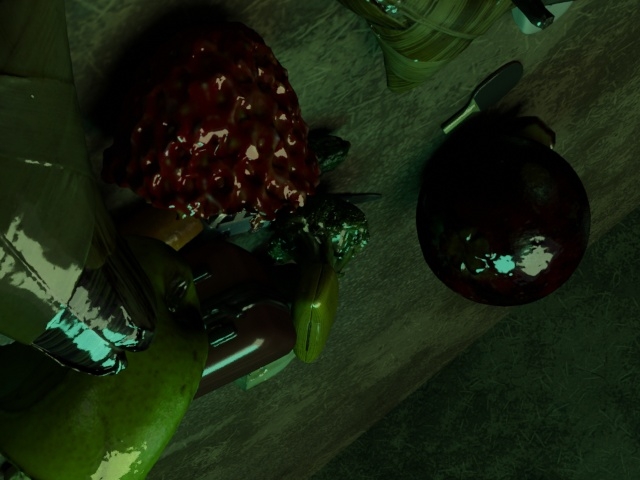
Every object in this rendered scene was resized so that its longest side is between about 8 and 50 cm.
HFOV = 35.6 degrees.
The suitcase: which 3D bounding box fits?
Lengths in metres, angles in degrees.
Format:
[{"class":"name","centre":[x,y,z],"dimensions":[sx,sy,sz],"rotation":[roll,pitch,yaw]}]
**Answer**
[{"class":"suitcase","centre":[-0.193,0.128,1.310],"dimensions":[0.297,0.161,0.236],"rotation":[-27,169,4]}]

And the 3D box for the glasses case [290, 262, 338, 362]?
[{"class":"glasses case","centre":[-0.011,0.104,1.427],"dimensions":[0.234,0.064,0.079],"rotation":[98,6,-63]}]

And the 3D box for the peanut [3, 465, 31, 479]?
[{"class":"peanut","centre":[-0.468,0.375,1.622],"dimensions":[0.082,0.082,0.187],"rotation":[-17,152,-41]}]

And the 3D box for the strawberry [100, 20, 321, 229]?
[{"class":"strawberry","centre":[-0.110,-0.131,0.997],"dimensions":[0.234,0.234,0.178],"rotation":[-17,122,-40]}]

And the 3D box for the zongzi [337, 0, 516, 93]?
[{"class":"zongzi","centre":[0.070,-0.243,1.060],"dimensions":[0.286,0.134,0.288],"rotation":[-10,156,-38]}]

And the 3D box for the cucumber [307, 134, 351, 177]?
[{"class":"cucumber","centre":[-0.067,-0.091,1.247],"dimensions":[0.293,0.067,0.067],"rotation":[-17,152,-45]}]

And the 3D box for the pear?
[{"class":"pear","centre":[-0.228,0.123,1.054],"dimensions":[0.164,0.238,0.255],"rotation":[37,94,-37]}]

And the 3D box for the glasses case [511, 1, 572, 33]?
[{"class":"glasses case","centre":[0.284,-0.338,1.259],"dimensions":[0.092,0.059,0.233],"rotation":[-36,161,-2]}]

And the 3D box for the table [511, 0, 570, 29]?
[{"class":"table","centre":[0.237,-0.391,0.767],"dimensions":[0.222,0.272,0.335],"rotation":[-19,154,-39]}]

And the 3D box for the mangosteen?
[{"class":"mangosteen","centre":[0.301,-0.040,1.643],"dimensions":[0.311,0.311,0.311],"rotation":[-31,159,-13]}]

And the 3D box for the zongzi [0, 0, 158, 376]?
[{"class":"zongzi","centre":[-0.211,-0.057,0.862],"dimensions":[0.289,0.154,0.317],"rotation":[32,104,-35]}]

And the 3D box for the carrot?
[{"class":"carrot","centre":[-0.235,0.016,1.197],"dimensions":[0.193,0.087,0.087],"rotation":[-40,160,-5]}]

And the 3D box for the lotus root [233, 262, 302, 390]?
[{"class":"lotus root","centre":[-0.088,0.123,1.583],"dimensions":[0.119,0.138,0.235],"rotation":[-27,157,-38]}]

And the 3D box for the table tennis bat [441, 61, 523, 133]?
[{"class":"table tennis bat","centre":[0.250,-0.218,1.537],"dimensions":[0.156,0.013,0.087],"rotation":[-39,160,6]}]

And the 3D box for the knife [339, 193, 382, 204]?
[{"class":"knife","centre":[0.052,-0.064,1.567],"dimensions":[0.023,0.010,0.170],"rotation":[-48,158,29]}]

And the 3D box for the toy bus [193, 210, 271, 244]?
[{"class":"toy bus","centre":[-0.113,-0.044,1.280],"dimensions":[0.123,0.060,0.075],"rotation":[-16,153,-42]}]

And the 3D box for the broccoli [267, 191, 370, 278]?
[{"class":"broccoli","centre":[0.000,0.000,1.462],"dimensions":[0.146,0.138,0.162],"rotation":[10,154,-13]}]
